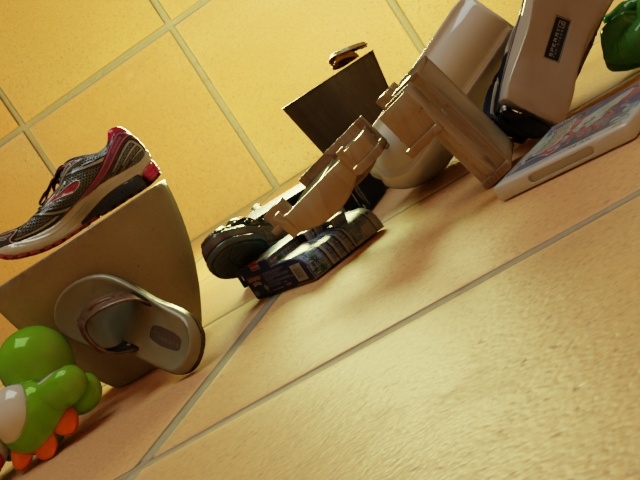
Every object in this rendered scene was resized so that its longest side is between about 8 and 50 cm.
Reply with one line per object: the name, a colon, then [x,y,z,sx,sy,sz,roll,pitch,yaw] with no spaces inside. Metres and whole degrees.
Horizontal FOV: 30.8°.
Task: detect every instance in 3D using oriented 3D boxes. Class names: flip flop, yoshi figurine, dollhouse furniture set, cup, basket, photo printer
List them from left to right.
yoshi figurine: [-0.477,0.246,1.672,0.362,0.203,0.203,-28,1,13]
cup: [-0.322,0.091,1.837,0.331,0.237,0.331,-32,7,4]
flip flop: [-0.275,0.117,1.589,0.277,0.112,0.080,18,13,38]
basket: [0.072,-0.203,2.144,0.204,0.226,0.154,-34,6,-11]
dollhouse furniture set: [0.071,-0.050,1.548,0.355,0.174,0.303,-45,6,22]
photo printer: [0.187,-0.213,1.774,0.307,0.107,0.256,-55,-11,13]

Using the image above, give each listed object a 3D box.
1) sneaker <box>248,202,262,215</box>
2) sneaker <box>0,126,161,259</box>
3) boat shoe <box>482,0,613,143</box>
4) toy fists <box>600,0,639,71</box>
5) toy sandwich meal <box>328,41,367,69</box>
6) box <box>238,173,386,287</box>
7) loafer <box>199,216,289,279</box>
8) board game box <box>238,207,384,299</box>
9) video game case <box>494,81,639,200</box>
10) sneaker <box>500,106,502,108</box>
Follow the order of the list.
sneaker: [-0.137,-0.018,2.395,0.093,0.088,0.225,-34,6,-1]
sneaker: [-0.409,-0.068,1.890,0.299,0.112,0.121,-35,7,-7]
boat shoe: [0.312,-0.292,1.605,0.340,0.127,0.158,-65,6,-10]
toy fists: [0.484,-0.320,1.642,0.142,0.096,0.279,-28,10,45]
toy sandwich meal: [0.053,-0.346,2.176,0.086,0.029,0.085,-21,5,2]
box: [-0.031,-0.042,2.034,0.261,0.103,0.184,-31,4,20]
loafer: [-0.121,0.003,1.832,0.096,0.084,0.267,-47,-19,17]
board game box: [0.000,0.000,1.746,0.194,0.060,0.194,-38,8,-30]
video game case: [0.313,-0.127,1.350,0.183,0.023,0.201,-27,9,40]
sneaker: [0.263,-0.250,2.171,0.269,0.101,0.153,-35,4,46]
